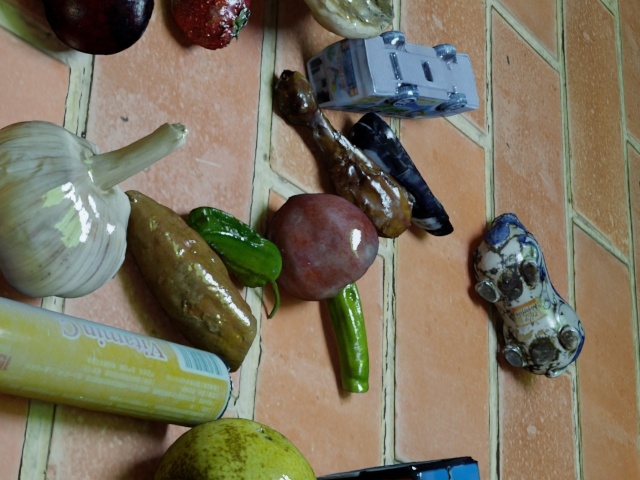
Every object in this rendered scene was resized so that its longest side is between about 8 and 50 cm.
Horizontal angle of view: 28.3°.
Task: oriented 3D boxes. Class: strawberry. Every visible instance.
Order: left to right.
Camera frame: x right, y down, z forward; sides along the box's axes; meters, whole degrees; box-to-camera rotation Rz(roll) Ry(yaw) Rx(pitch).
[{"bbox_3d":[-0.142,-0.299,1.640,0.106,0.106,0.106,26,58,-50],"label":"strawberry"}]

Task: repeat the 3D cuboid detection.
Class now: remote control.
[{"bbox_3d":[0.125,-0.089,1.982,0.266,0.066,0.090,52,-3,-36],"label":"remote control"}]

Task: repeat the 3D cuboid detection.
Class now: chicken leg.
[{"bbox_3d":[0.030,-0.124,1.851,0.304,0.093,0.113,52,22,-20],"label":"chicken leg"}]

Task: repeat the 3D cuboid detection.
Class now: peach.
[{"bbox_3d":[0.000,0.000,1.708,0.152,0.152,0.152,26,58,-50],"label":"peach"}]

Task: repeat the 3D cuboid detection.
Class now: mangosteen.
[{"bbox_3d":[-0.259,-0.284,1.431,0.152,0.152,0.152,26,58,-50],"label":"mangosteen"}]

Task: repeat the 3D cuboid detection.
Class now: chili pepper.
[{"bbox_3d":[-0.096,0.017,1.619,0.204,0.073,0.072,40,34,-44],"label":"chili pepper"},{"bbox_3d":[0.038,0.116,1.787,0.050,0.052,0.202,1,78,-70],"label":"chili pepper"}]

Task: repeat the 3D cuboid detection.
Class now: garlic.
[{"bbox_3d":[-0.228,-0.049,1.288,0.199,0.226,0.199,61,11,-20],"label":"garlic"}]

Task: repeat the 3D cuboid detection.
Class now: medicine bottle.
[{"bbox_3d":[-0.255,0.127,1.304,0.426,0.108,0.108,23,60,-52],"label":"medicine bottle"}]

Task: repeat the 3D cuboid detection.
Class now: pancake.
[{"bbox_3d":[-0.032,-0.434,1.772,0.387,0.082,0.387,43,22,-22],"label":"pancake"}]

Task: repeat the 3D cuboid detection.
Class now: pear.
[{"bbox_3d":[-0.095,0.292,1.414,0.197,0.197,0.197,26,58,-50],"label":"pear"}]

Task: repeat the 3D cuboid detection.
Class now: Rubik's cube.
[{"bbox_3d":[0.108,0.387,1.684,0.167,0.180,0.183,7,71,-54],"label":"Rubik's cube"}]

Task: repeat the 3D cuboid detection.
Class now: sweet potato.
[{"bbox_3d":[-0.157,0.044,1.494,0.252,0.097,0.097,57,37,-14],"label":"sweet potato"}]

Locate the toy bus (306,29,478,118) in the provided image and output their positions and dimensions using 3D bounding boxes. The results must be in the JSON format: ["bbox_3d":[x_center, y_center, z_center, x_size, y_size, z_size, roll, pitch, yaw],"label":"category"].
[{"bbox_3d":[0.121,-0.246,1.969,0.329,0.136,0.109,-1,76,-56],"label":"toy bus"}]

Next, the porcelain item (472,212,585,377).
[{"bbox_3d":[0.361,0.096,2.231,0.288,0.138,0.186,60,19,-16],"label":"porcelain item"}]
